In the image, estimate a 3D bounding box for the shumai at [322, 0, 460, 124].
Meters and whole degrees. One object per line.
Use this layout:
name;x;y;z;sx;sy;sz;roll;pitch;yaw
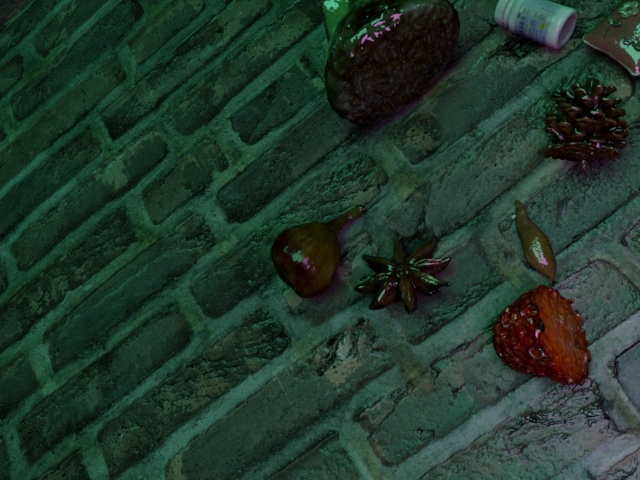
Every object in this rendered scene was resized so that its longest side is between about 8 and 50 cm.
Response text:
shumai;0.136;-0.551;1.749;0.395;0.395;0.348;-34;63;11

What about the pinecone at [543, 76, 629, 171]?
pinecone;0.610;-0.274;1.534;0.186;0.168;0.212;9;61;-3

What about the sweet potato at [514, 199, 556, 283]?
sweet potato;0.496;-0.007;1.555;0.068;0.068;0.226;-24;63;16

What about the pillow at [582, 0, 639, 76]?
pillow;0.754;-0.499;1.597;0.171;0.075;0.179;-44;61;5

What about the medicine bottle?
medicine bottle;0.549;-0.570;1.703;0.187;0.103;0.102;34;89;30

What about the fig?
fig;-0.002;0.024;1.759;0.191;0.190;0.290;26;44;30

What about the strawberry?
strawberry;0.457;0.222;1.431;0.178;0.234;0.233;-31;60;39

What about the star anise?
star anise;0.213;0.098;1.637;0.272;0.102;0.272;-16;41;14
